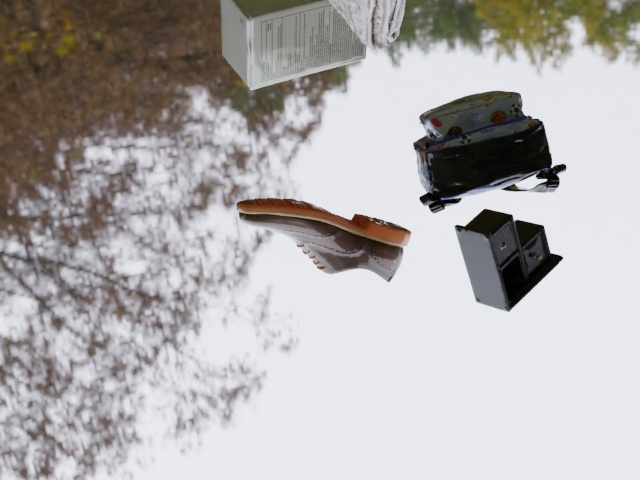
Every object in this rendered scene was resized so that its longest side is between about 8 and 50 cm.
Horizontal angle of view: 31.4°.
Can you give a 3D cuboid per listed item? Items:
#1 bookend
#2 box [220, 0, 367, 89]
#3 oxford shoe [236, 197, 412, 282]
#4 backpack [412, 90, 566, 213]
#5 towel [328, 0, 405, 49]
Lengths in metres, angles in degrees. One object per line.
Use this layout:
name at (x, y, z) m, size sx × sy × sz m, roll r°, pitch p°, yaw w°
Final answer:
bookend at (0.310, 0.006, 1.864) m, size 0.157 × 0.156 × 0.072 m, roll -38°, pitch -145°, yaw -30°
box at (-0.044, -0.377, 1.972) m, size 0.232 × 0.148 × 0.127 m, roll -18°, pitch -134°, yaw -22°
oxford shoe at (0.000, 0.000, 2.280) m, size 0.364 × 0.132 × 0.130 m, roll 13°, pitch -171°, yaw -12°
backpack at (0.293, -0.174, 2.189) m, size 0.277 × 0.213 × 0.263 m, roll -10°, pitch -178°, yaw -5°
towel at (-0.006, -0.341, 1.211) m, size 0.049 × 0.187 × 0.282 m, roll -35°, pitch -105°, yaw -11°
